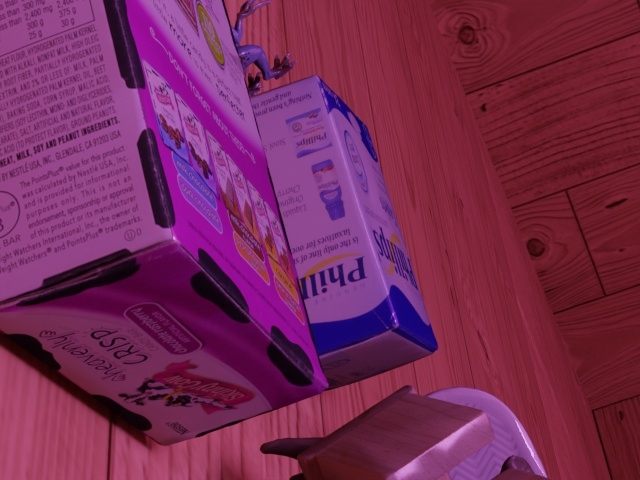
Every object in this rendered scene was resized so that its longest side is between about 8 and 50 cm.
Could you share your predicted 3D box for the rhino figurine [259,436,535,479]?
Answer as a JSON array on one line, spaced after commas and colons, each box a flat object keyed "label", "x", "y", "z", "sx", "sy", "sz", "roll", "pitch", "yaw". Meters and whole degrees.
[{"label": "rhino figurine", "x": 0.057, "y": 0.146, "z": 0.826, "sx": 0.243, "sy": 0.106, "sz": 0.073, "roll": 37, "pitch": 33, "yaw": -35}]

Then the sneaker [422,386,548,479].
[{"label": "sneaker", "x": 0.090, "y": 0.211, "z": 0.999, "sx": 0.169, "sy": 0.108, "sz": 0.292, "roll": -44, "pitch": 124, "yaw": -82}]

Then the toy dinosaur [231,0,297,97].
[{"label": "toy dinosaur", "x": -0.050, "y": -0.108, "z": 1.016, "sx": 0.082, "sy": 0.047, "sz": 0.090, "roll": 31, "pitch": 47, "yaw": -47}]

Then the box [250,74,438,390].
[{"label": "box", "x": 0.000, "y": 0.000, "z": 0.973, "sx": 0.126, "sy": 0.072, "sz": 0.137, "roll": 33, "pitch": 39, "yaw": -74}]

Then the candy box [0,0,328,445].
[{"label": "candy box", "x": -0.077, "y": -0.063, "z": 0.651, "sx": 0.159, "sy": 0.071, "sz": 0.233, "roll": 51, "pitch": 22, "yaw": -63}]

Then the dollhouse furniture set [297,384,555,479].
[{"label": "dollhouse furniture set", "x": 0.039, "y": 0.150, "z": 0.671, "sx": 0.151, "sy": 0.144, "sz": 0.123, "roll": 9, "pitch": -55, "yaw": 58}]
